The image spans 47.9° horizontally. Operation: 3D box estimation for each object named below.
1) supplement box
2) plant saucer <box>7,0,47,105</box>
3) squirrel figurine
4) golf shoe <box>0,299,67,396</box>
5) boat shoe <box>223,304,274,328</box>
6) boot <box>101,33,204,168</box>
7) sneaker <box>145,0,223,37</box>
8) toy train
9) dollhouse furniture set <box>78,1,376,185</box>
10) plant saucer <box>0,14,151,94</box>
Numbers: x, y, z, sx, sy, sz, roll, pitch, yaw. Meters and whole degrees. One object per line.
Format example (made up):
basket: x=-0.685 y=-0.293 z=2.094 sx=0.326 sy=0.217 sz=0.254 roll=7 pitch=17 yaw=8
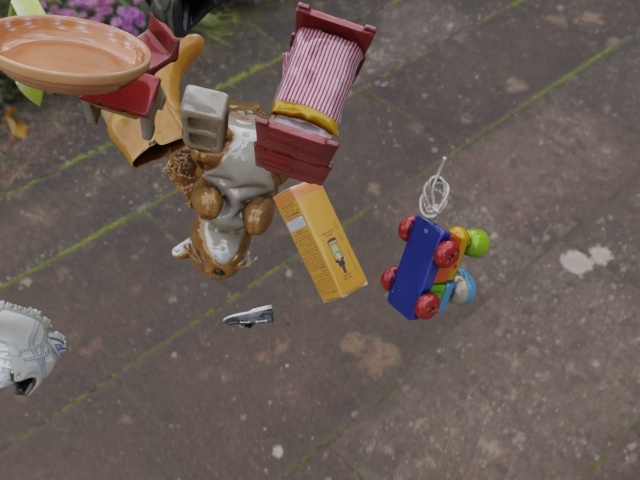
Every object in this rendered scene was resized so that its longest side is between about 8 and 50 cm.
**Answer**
supplement box: x=0.000 y=0.000 z=1.401 sx=0.078 sy=0.080 sz=0.233 roll=-26 pitch=90 yaw=-37
plant saucer: x=-0.630 y=-0.416 z=1.535 sx=0.045 sy=0.188 sz=0.188 roll=-6 pitch=49 yaw=-39
squirrel figurine: x=-0.209 y=-0.111 z=1.633 sx=0.281 sy=0.370 sz=0.397 roll=4 pitch=27 yaw=-20
golf shoe: x=-0.339 y=0.121 z=0.800 sx=0.069 sy=0.176 sz=0.086 roll=13 pitch=63 yaw=12
boat shoe: x=-0.148 y=0.164 z=1.490 sx=0.125 sy=0.046 sz=0.038 roll=-18 pitch=83 yaw=28
boot: x=-0.330 y=-0.299 z=1.576 sx=0.295 sy=0.104 sz=0.211 roll=-37 pitch=69 yaw=-3
sneaker: x=-0.189 y=-0.290 z=0.771 sx=0.228 sy=0.087 sz=0.130 roll=9 pitch=68 yaw=18
toy train: x=0.199 y=-0.002 z=1.086 sx=0.143 sy=0.248 sz=0.105 roll=0 pitch=26 yaw=-37
dollhouse furniture set: x=-0.133 y=-0.236 z=1.027 sx=0.374 sy=0.152 sz=0.201 roll=16 pitch=72 yaw=-2
plant saucer: x=-0.313 y=-0.229 z=0.893 sx=0.200 sy=0.037 sz=0.200 roll=11 pitch=32 yaw=-7
